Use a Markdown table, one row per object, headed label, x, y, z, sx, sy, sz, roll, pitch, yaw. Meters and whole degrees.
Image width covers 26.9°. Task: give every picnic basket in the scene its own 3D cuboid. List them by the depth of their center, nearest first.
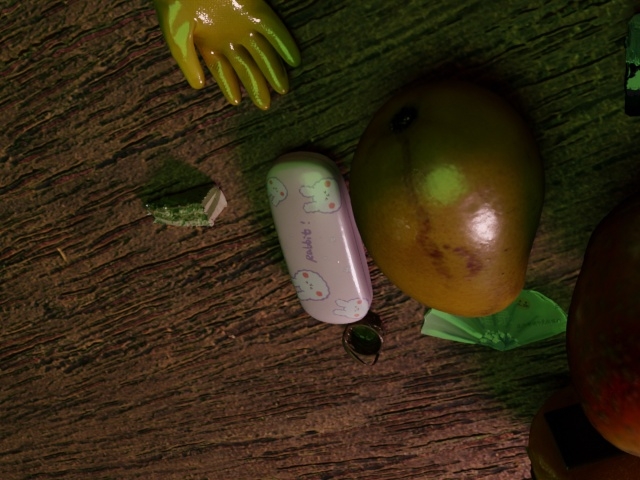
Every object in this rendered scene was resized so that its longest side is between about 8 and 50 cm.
| label | x | y | z | sx | sy | sz | roll | pitch | yaw |
| --- | --- | --- | --- | --- | --- | --- | --- | --- | --- |
| picnic basket | 0.066 | 0.158 | 2.078 | 0.072 | 0.083 | 0.072 | 10 | 128 | 13 |

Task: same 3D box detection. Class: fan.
| label | x | y | z | sx | sy | sz | roll | pitch | yaw |
| --- | --- | --- | --- | --- | --- | --- | --- | --- | --- |
| fan | 0.262 | 0.118 | 2.034 | 0.240 | 0.009 | 0.131 | -4 | 122 | 21 |

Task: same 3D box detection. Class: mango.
| label | x | y | z | sx | sy | sz | roll | pitch | yaw |
| --- | --- | --- | --- | --- | --- | --- | --- | --- | --- |
| mango | 0.175 | -0.044 | 1.808 | 0.264 | 0.221 | 0.378 | -2 | 133 | 16 |

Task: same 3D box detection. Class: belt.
| label | x | y | z | sx | sy | sz | roll | pitch | yaw |
| --- | --- | --- | --- | --- | --- | --- | --- | --- | --- |
| belt | 0.406 | -0.219 | 1.670 | 0.058 | 0.105 | 0.140 | 5 | 117 | 15 |

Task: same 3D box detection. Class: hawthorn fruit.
| label | x | y | z | sx | sy | sz | roll | pitch | yaw |
| --- | --- | --- | --- | --- | --- | --- | --- | --- | --- |
| hawthorn fruit | 0.509 | 0.122 | 1.742 | 0.403 | 0.403 | 0.402 | 9 | 128 | 12 |

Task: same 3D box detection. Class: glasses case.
| label | x | y | z | sx | sy | sz | roll | pitch | yaw |
| --- | --- | --- | --- | --- | --- | --- | --- | --- | --- |
| glasses case | 0.000 | 0.000 | 1.986 | 0.113 | 0.075 | 0.296 | -2 | 124 | 22 |

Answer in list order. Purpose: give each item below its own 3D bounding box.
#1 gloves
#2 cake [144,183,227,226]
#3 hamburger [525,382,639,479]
| label | x | y | z | sx | sy | sz | roll | pitch | yaw |
| --- | --- | --- | --- | --- | --- | --- | --- | --- | --- |
| gloves | -0.136 | -0.296 | 1.802 | 0.133 | 0.116 | 0.294 | -12 | 128 | 34 |
| cake | -0.213 | -0.044 | 2.041 | 0.140 | 0.055 | 0.051 | -13 | 127 | 28 |
| hamburger | 0.444 | 0.356 | 1.982 | 0.291 | 0.291 | 0.225 | -2 | 127 | 20 |
